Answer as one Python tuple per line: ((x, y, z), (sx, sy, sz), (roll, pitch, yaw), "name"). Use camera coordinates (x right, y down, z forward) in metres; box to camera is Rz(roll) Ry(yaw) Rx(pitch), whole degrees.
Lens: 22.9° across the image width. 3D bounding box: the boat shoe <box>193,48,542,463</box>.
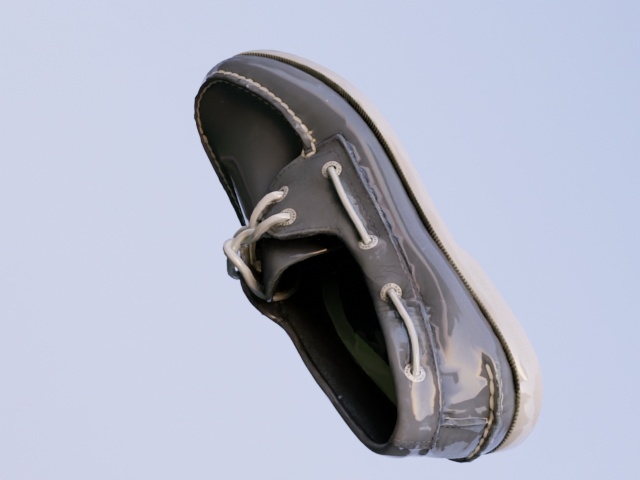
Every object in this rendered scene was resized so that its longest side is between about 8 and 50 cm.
((0.000, 0.000, 0.913), (0.319, 0.099, 0.116), (53, -44, 31), "boat shoe")
